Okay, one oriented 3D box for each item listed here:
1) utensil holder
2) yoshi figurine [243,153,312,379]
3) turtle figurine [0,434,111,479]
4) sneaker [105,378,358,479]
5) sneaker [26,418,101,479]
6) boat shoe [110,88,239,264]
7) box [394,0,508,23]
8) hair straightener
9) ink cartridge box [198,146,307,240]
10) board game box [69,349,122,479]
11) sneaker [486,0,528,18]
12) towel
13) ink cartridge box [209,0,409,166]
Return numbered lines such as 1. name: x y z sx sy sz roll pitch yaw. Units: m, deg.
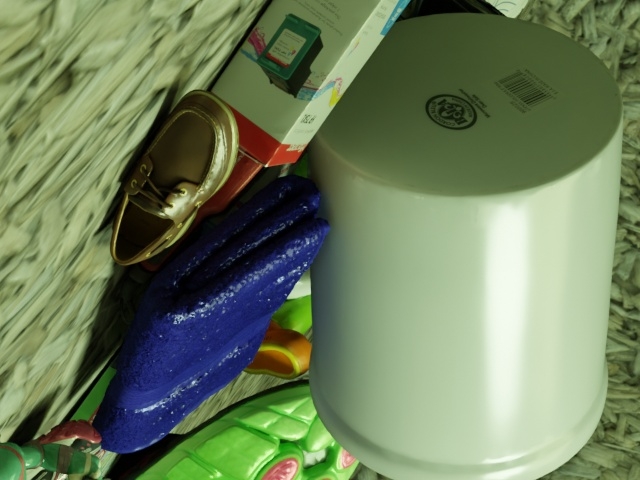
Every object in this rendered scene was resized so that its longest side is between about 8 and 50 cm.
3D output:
1. utensil holder: 0.141 0.010 1.674 0.327 0.327 0.385 -49 148 -40
2. yoshi figurine: 0.017 -0.010 1.944 0.362 0.203 0.203 -53 169 -41
3. turtle figurine: -0.260 0.208 1.310 0.175 0.118 0.234 -34 -179 -28
4. sneaker: -0.163 0.281 1.941 0.482 0.185 0.202 -29 -150 14
5. sneaker: -0.297 0.300 1.579 0.299 0.112 0.121 -56 174 10
6. boat shoe: -0.116 -0.042 1.265 0.060 0.064 0.178 -51 176 -46
7. box: 0.171 -0.220 1.833 0.180 0.147 0.077 12 117 -53
8. hair straightener: -0.112 -0.015 1.537 0.230 0.047 0.089 -54 174 -1
9. ink cartridge box: -0.071 -0.053 1.633 0.122 0.052 0.088 -59 173 27
10. board game box: -0.252 0.227 1.799 0.317 0.046 0.213 -55 176 -14
11. sneaker: 0.180 -0.300 1.988 0.297 0.111 0.129 -53 169 -19
12. towel: -0.106 0.084 1.595 0.227 0.076 0.308 -42 168 -33
13. ink cartridge box: -0.024 -0.139 1.373 0.231 0.078 0.134 -55 174 10
